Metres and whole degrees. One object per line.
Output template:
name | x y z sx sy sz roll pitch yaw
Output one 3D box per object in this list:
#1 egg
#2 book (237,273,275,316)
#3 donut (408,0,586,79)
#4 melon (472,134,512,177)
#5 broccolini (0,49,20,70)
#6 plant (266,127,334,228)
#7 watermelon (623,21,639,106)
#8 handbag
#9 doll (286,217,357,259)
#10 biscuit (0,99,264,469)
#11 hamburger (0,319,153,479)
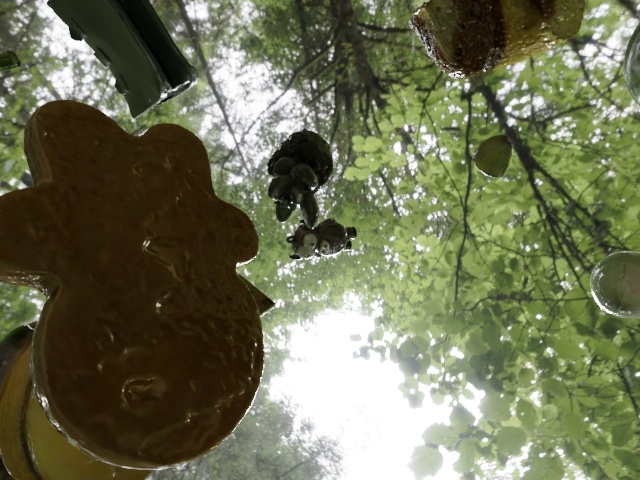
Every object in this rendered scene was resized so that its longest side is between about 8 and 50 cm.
egg | 0.860 0.131 1.140 0.183 0.183 0.217 33 -132 28
book | -0.189 0.136 0.784 0.118 0.012 0.172 33 -134 29
donut | 0.241 -0.302 0.595 0.295 0.151 0.112 -22 -81 -17
melon | 0.586 -0.305 1.391 0.079 0.128 0.160 6 -129 -15
broccolini | -0.358 -0.151 0.376 0.139 0.030 0.035 -17 -109 -15
plant | -0.054 -0.146 0.935 0.146 0.149 0.275 26 -142 -14
watermelon | 0.642 -0.316 0.665 0.242 0.242 0.242 -5 -124 8
handbag | -0.362 -0.359 0.733 0.260 0.247 0.079 5 -138 51
doll | 0.001 -0.001 1.446 0.257 0.182 0.117 -4 -141 -32
biscuit | -0.168 0.029 0.403 0.052 0.275 0.355 -29 -105 38
hamburger | -0.506 0.348 0.868 0.277 0.396 0.396 -10 -127 28
